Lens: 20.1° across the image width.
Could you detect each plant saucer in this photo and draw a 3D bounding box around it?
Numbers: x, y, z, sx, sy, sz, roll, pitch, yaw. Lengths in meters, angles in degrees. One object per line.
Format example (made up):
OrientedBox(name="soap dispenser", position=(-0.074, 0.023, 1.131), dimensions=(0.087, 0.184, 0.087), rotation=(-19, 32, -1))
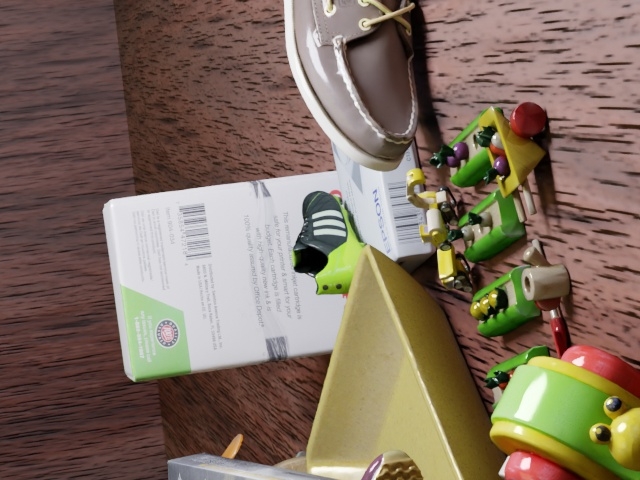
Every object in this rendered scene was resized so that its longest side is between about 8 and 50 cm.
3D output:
OrientedBox(name="plant saucer", position=(0.089, 0.228, 1.713), dimensions=(0.332, 0.081, 0.332), rotation=(-110, 24, -43))

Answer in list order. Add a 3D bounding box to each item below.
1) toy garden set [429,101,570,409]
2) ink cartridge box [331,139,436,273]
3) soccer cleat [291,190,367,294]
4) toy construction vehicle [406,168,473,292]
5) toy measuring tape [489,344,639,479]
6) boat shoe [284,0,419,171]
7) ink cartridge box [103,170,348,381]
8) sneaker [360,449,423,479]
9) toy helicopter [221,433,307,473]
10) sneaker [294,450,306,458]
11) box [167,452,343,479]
OrientedBox(name="toy garden set", position=(0.146, 0.012, 1.476), dimensions=(0.204, 0.049, 0.244), rotation=(134, 128, -73))
OrientedBox(name="ink cartridge box", position=(0.049, -0.064, 1.842), dimensions=(0.224, 0.045, 0.223), rotation=(127, 133, -72))
OrientedBox(name="soccer cleat", position=(0.000, 0.000, 1.828), dimensions=(0.179, 0.072, 0.060), rotation=(-122, 25, -58))
OrientedBox(name="toy construction vehicle", position=(0.102, -0.008, 1.608), dimensions=(0.098, 0.035, 0.086), rotation=(53, -153, -54))
OrientedBox(name="toy measuring tape", position=(0.162, 0.139, 1.314), dimensions=(0.330, 0.121, 0.121), rotation=(153, 109, -75))
OrientedBox(name="boat shoe", position=(0.033, -0.219, 1.696), dimensions=(0.097, 0.117, 0.324), rotation=(-40, 52, 40))
OrientedBox(name="ink cartridge box", position=(-0.089, 0.037, 1.988), dimensions=(0.115, 0.273, 0.198), rotation=(168, 94, -79))
OrientedBox(name="sneaker", position=(0.046, 0.262, 1.609), dimensions=(0.084, 0.070, 0.185), rotation=(-139, 49, -59))
OrientedBox(name="toy helicopter", position=(-0.103, 0.366, 1.956), dimensions=(0.235, 0.355, 0.140), rotation=(51, 177, -10))
OrientedBox(name="sneaker", position=(0.005, 0.307, 2.158), dimensions=(0.237, 0.085, 0.086), rotation=(-162, 73, -72))
OrientedBox(name="box", position=(-0.058, 0.319, 1.809), dimensions=(0.231, 0.056, 0.183), rotation=(5, 98, 45))
